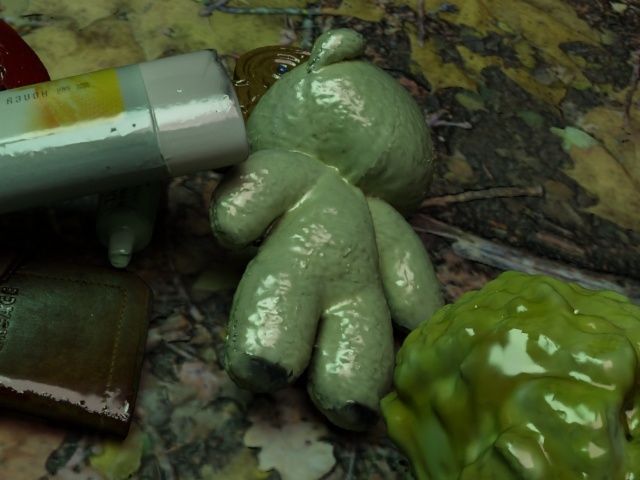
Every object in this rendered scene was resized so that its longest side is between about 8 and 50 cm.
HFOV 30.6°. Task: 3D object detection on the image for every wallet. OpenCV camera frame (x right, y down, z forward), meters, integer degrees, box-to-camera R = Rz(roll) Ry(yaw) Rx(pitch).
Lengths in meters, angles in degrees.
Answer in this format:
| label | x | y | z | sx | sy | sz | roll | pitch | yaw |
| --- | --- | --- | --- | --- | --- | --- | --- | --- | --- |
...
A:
| label | x | y | z | sx | sy | sz | roll | pitch | yaw |
| --- | --- | --- | --- | --- | --- | --- | --- | --- | --- |
| wallet | -0.240 | 0.048 | 0.761 | 0.255 | 0.031 | 0.137 | 12 | 43 | -11 |

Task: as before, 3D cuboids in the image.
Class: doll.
| label | x | y | z | sx | sy | sz | roll | pitch | yaw |
| --- | --- | --- | --- | --- | --- | --- | --- | --- | --- |
| doll | -0.004 | -0.002 | 0.842 | 0.149 | 0.175 | 0.278 | -8 | 51 | 26 |

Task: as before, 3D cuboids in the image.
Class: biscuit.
| label | x | y | z | sx | sy | sz | roll | pitch | yaw |
| --- | --- | --- | --- | --- | --- | --- | --- | --- | --- |
| biscuit | -0.036 | -0.111 | 0.972 | 0.124 | 0.026 | 0.175 | 43 | 51 | 20 |

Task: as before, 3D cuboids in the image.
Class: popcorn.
| label | x | y | z | sx | sy | sz | roll | pitch | yaw |
| --- | --- | --- | --- | --- | --- | --- | --- | --- | --- |
| popcorn | 0.144 | 0.136 | 0.668 | 0.195 | 0.255 | 0.256 | -25 | 68 | -32 |

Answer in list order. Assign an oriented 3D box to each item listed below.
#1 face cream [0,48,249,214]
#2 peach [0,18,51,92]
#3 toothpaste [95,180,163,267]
| label | x | y | z | sx | sy | sz | roll | pitch | yaw |
| --- | --- | --- | --- | --- | --- | --- | --- | --- | --- |
| face cream | -0.186 | -0.063 | 0.771 | 0.269 | 0.073 | 0.107 | -13 | 41 | -8 |
| peach | -0.303 | -0.140 | 0.882 | 0.189 | 0.068 | 0.279 | -13 | 55 | -29 |
| toothpaste | -0.139 | -0.060 | 0.881 | 0.064 | 0.041 | 0.218 | -2 | 42 | 1 |
